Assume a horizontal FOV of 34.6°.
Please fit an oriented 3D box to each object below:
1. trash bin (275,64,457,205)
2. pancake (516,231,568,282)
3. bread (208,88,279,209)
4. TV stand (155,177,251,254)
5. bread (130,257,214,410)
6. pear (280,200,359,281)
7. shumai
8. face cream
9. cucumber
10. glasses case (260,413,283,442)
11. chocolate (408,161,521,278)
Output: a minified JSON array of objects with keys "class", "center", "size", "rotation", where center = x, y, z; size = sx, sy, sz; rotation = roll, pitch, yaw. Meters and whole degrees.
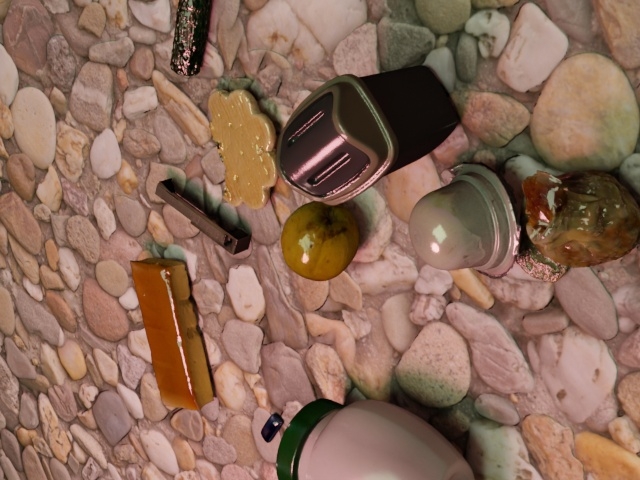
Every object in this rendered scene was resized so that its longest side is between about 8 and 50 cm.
[{"class":"trash bin","center":[0.075,-0.181,1.717],"size":[0.209,0.290,0.182],"rotation":[-37,81,45]},{"class":"pancake","center":[0.372,0.022,1.719],"size":[0.108,0.017,0.108],"rotation":[17,116,37]},{"class":"bread","center":[-0.149,-0.186,2.093],"size":[0.182,0.039,0.250],"rotation":[3,108,41]},{"class":"TV stand","center":[-0.257,-0.056,2.235],"size":[0.256,0.049,0.040],"rotation":[35,126,28]},{"class":"bread","center":[-0.345,0.213,2.400],"size":[0.138,0.077,0.361],"rotation":[1,107,43]},{"class":"pear","center":[0.000,0.000,1.955],"size":[0.149,0.149,0.162],"rotation":[42,137,22]},{"class":"shumai","center":[0.383,-0.032,1.596],"size":[0.209,0.153,0.161],"rotation":[16,104,36]},{"class":"face cream","center":[0.109,0.458,1.986],"size":[0.357,0.219,0.312],"rotation":[16,117,38]},{"class":"cucumber","center":[-0.252,-0.474,2.058],"size":[0.067,0.067,0.293],"rotation":[32,125,29]},{"class":"glasses case","center":[-0.113,0.423,2.309],"size":[0.033,0.023,0.083],"rotation":[45,130,17]},{"class":"chocolate","center":[0.221,-0.030,1.712],"size":[0.221,0.147,0.221],"rotation":[174,90,-66]}]
